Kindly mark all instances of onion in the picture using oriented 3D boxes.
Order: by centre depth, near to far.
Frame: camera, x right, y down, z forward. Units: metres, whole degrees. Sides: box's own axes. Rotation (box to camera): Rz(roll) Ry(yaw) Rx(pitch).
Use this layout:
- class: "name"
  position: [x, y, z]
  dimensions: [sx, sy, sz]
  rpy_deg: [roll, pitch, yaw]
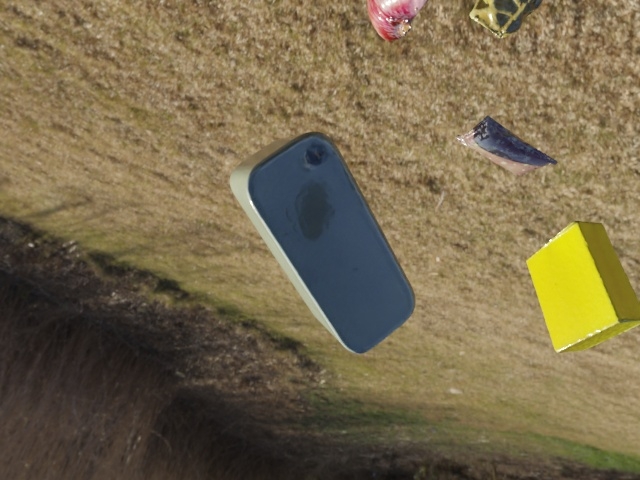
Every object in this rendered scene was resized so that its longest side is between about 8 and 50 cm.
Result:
- class: "onion"
  position: [0.169, -0.496, 0.942]
  dimensions: [0.120, 0.283, 0.227]
  rpy_deg: [34, 161, -11]

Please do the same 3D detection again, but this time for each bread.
- class: "bread"
  position: [0.542, -0.679, 1.462]
  dimensions: [0.152, 0.130, 0.268]
  rpy_deg: [4, 137, -48]

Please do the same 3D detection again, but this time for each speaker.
- class: "speaker"
  position: [0.000, 0.000, 1.019]
  dimensions: [0.406, 0.183, 0.184]
  rpy_deg: [59, 164, -21]

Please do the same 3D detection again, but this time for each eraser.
- class: "eraser"
  position: [0.294, 0.054, 0.614]
  dimensions: [0.045, 0.122, 0.097]
  rpy_deg: [2, 150, -19]

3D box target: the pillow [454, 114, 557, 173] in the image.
- class: "pillow"
  position: [0.357, -0.175, 1.052]
  dimensions: [0.185, 0.043, 0.118]
  rpy_deg: [26, 165, -17]
